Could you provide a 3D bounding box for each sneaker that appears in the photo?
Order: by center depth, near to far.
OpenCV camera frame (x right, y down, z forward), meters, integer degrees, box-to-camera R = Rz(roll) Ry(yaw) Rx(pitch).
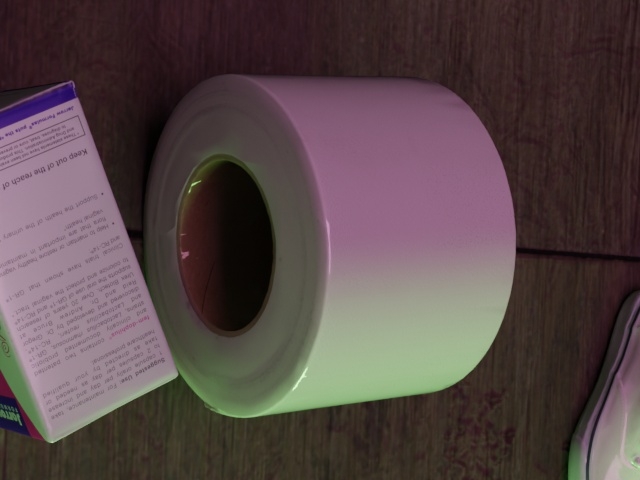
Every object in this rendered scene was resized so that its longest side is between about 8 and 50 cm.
[{"bbox_3d":[0.302,0.165,1.452,0.094,0.091,0.258,21,78,-34],"label":"sneaker"}]

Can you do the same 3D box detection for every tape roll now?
[{"bbox_3d":[0.000,0.000,1.142,0.169,0.246,0.246,-3,92,-36],"label":"tape roll"}]

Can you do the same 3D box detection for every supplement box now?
[{"bbox_3d":[-0.201,0.014,1.080,0.114,0.111,0.220,-28,106,-32],"label":"supplement box"}]
